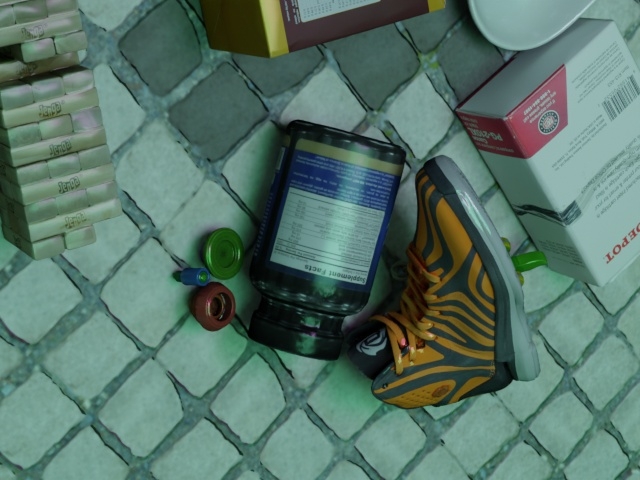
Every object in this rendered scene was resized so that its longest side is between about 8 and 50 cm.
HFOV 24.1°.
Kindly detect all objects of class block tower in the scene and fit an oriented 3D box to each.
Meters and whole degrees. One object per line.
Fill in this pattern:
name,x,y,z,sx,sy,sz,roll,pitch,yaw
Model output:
block tower,-0.257,-0.161,1.301,0.091,0.097,0.335,-18,111,-26

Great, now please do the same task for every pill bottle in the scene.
pill bottle,0.000,0.000,1.466,0.122,0.123,0.219,13,95,-32

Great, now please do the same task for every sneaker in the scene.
sneaker,0.105,0.067,1.491,0.180,0.124,0.321,-23,131,0

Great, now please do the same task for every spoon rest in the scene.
spoon rest,0.267,-0.296,1.581,0.276,0.084,0.137,-29,113,-23

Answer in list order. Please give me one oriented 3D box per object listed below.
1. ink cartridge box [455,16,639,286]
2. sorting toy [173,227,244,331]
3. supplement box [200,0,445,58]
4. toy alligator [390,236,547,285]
ink cartridge box,0.282,-0.096,1.622,0.172,0.100,0.237,-42,117,-16
sorting toy,-0.112,0.037,1.463,0.061,0.042,0.102,11,83,-47
supplement box,-0.010,-0.289,1.393,0.194,0.129,0.191,-19,109,-26
toy alligator,0.153,0.036,1.610,0.189,0.056,0.051,-5,147,-23
